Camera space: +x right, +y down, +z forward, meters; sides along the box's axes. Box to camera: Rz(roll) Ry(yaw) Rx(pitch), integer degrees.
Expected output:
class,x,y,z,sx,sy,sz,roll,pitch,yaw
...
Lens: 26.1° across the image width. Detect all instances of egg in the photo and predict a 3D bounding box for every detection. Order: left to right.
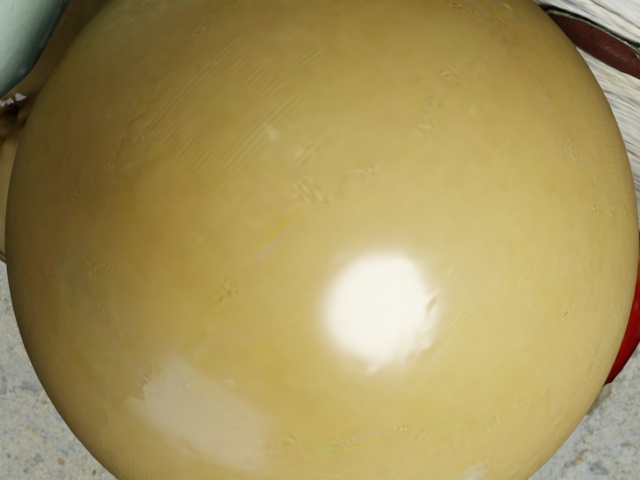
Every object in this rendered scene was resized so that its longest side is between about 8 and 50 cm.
class,x,y,z,sx,sy,sz,roll,pitch,yaw
egg,0.000,0.000,0.667,0.301,0.301,0.374,30,-177,9

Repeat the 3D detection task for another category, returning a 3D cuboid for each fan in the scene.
class,x,y,z,sx,sy,sz,roll,pitch,yaw
fan,0.146,-0.086,0.641,0.085,0.005,0.133,30,-176,-10

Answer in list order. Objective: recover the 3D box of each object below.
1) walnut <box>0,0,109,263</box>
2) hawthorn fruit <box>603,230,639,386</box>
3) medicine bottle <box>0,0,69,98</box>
class,x,y,z,sx,sy,sz,roll,pitch,yaw
walnut,-0.155,-0.101,1.193,0.381,0.381,0.381,30,-177,-2
hawthorn fruit,0.167,0.038,1.236,0.368,0.285,0.285,12,-175,-7
medicine bottle,-0.238,-0.141,0.633,0.245,0.290,0.245,29,-177,-2
